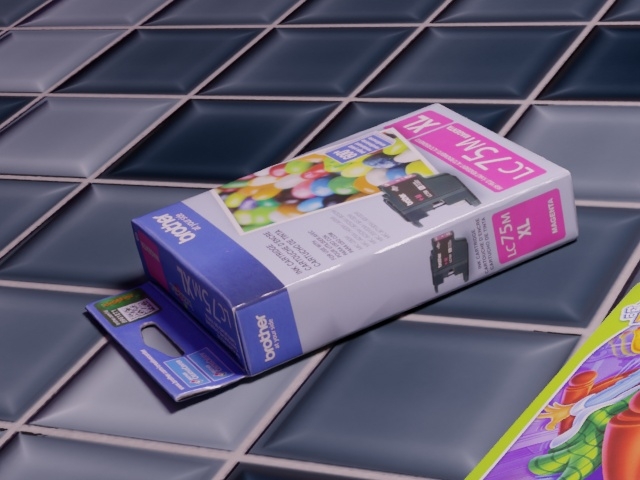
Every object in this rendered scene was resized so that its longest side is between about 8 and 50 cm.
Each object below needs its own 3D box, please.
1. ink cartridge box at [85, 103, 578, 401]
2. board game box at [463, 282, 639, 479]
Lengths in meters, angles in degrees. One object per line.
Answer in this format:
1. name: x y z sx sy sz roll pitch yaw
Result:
1. ink cartridge box: 0.000 0.000 1.169 0.311 0.065 0.186 -24 29 -18
2. board game box: 0.254 0.097 0.763 0.347 0.078 0.233 -7 24 42
